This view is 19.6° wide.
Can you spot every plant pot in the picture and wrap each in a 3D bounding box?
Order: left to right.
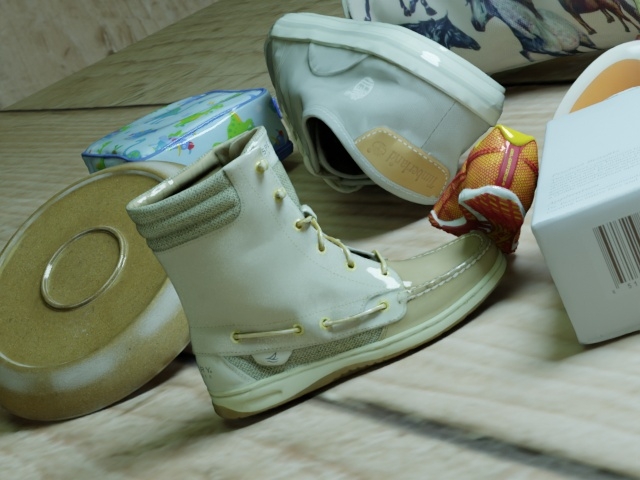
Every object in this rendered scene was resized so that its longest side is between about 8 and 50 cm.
[{"bbox_3d":[-0.173,0.028,1.405,0.236,0.032,0.236,-19,46,22],"label":"plant pot"}]

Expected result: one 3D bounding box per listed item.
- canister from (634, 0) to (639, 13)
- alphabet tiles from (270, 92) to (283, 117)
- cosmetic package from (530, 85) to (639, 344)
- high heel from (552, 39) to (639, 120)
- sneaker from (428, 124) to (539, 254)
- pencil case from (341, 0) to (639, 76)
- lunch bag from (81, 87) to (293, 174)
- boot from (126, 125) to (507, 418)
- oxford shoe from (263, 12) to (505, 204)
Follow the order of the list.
[{"bbox_3d":[0.269,-0.148,1.271,0.073,0.170,0.126,-16,17,31],"label":"canister"},{"bbox_3d":[-0.129,-0.116,2.140,0.198,0.009,0.237,-19,15,19],"label":"alphabet tiles"},{"bbox_3d":[0.199,-0.028,1.131,0.117,0.085,0.231,-20,13,16],"label":"cosmetic package"},{"bbox_3d":[0.284,-0.126,1.418,0.244,0.082,0.117,-37,-16,2],"label":"high heel"},{"bbox_3d":[0.117,-0.033,1.240,0.175,0.064,0.067,132,159,-77],"label":"sneaker"},{"bbox_3d":[0.215,-0.231,1.661,0.410,0.183,0.160,-6,28,45],"label":"pencil case"},{"bbox_3d":[-0.133,-0.090,1.882,0.176,0.090,0.219,-30,15,-20],"label":"lunch bag"},{"bbox_3d":[0.000,0.000,1.181,0.213,0.165,0.077,-25,14,-5],"label":"boot"},{"bbox_3d":[0.026,-0.110,1.611,0.130,0.169,0.449,-62,16,-1],"label":"oxford shoe"}]
